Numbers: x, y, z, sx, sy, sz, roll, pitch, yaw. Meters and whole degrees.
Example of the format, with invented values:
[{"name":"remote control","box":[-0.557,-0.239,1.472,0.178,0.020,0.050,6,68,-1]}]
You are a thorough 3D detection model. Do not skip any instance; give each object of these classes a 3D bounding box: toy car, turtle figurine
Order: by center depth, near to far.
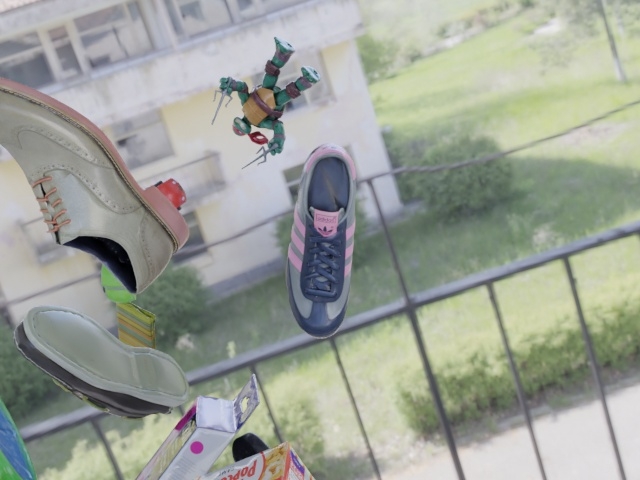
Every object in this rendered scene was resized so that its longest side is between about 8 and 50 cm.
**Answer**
[{"name":"toy car","box":[-0.348,0.006,1.610,0.239,0.225,0.053,1,14,6]},{"name":"turtle figurine","box":[-0.113,-0.260,1.777,0.234,0.175,0.118,-47,10,22]}]

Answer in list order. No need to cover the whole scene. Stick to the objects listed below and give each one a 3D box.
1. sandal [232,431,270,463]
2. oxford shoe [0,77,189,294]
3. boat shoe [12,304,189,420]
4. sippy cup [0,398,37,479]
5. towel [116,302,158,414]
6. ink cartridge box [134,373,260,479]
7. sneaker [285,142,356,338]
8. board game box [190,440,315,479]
[{"name":"sandal","box":[-0.054,0.390,1.409,0.054,0.097,0.254,-22,40,-40]},{"name":"oxford shoe","box":[-0.371,-0.078,1.405,0.140,0.397,0.146,-19,36,49]},{"name":"boat shoe","box":[-0.230,0.135,0.960,0.069,0.228,0.081,-31,52,19]},{"name":"sippy cup","box":[-0.537,0.296,1.265,0.224,0.240,0.305,-30,9,-13]},{"name":"towel","box":[-0.351,0.224,1.815,0.102,0.237,0.021,25,38,33]},{"name":"ink cartridge box","box":[-0.231,0.366,1.492,0.371,0.069,0.176,-51,9,1]},{"name":"sneaker","box":[0.000,0.000,1.504,0.112,0.319,0.131,1,-2,0]},{"name":"board game box","box":[-0.071,0.245,0.703,0.193,0.147,0.045,-26,25,17]}]
